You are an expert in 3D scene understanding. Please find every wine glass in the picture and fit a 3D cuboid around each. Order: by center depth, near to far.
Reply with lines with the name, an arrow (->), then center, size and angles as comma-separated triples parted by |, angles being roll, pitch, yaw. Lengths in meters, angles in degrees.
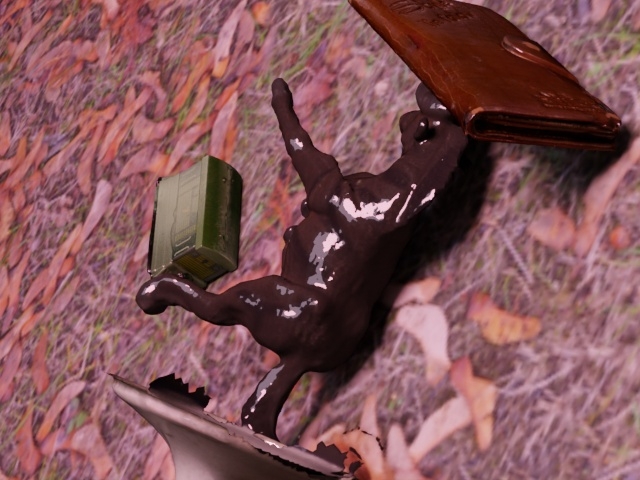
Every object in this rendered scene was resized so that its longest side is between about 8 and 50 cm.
wine glass -> -0.099, 0.227, 0.876 | 0.143, 0.143, 0.321 | 13, 81, 56

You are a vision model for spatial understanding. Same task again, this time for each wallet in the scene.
wallet -> 0.085, -0.095, 0.943 | 0.176, 0.095, 0.026 | -125, 45, -57

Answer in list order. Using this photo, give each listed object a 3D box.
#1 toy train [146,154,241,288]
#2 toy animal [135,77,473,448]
toy train -> -0.080, -0.010, 1.147 | 0.056, 0.038, 0.093 | -30, 42, 34
toy animal -> 0.000, 0.000, 0.989 | 0.232, 0.084, 0.148 | -58, 33, -5
